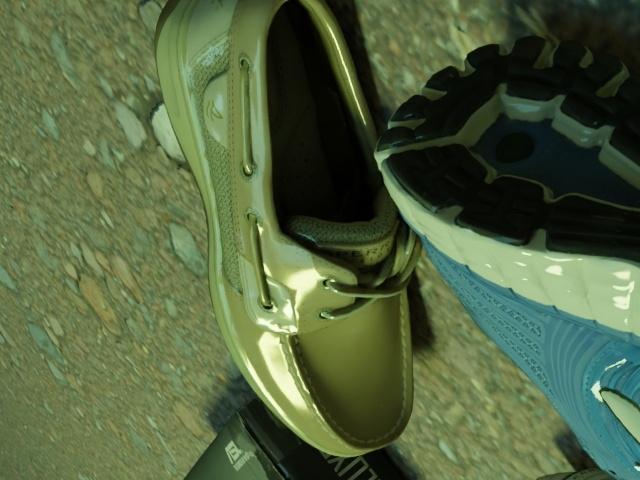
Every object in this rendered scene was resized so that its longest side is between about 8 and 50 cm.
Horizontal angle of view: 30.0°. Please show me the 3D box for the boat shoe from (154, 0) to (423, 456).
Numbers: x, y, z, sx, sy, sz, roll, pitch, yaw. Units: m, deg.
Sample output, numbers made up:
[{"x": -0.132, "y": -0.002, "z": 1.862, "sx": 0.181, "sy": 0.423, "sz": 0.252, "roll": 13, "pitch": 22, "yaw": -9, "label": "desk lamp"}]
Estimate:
[{"x": 0.000, "y": 0.000, "z": 0.658, "sx": 0.098, "sy": 0.109, "sz": 0.302, "roll": 17, "pitch": 129, "yaw": 53, "label": "boat shoe"}]

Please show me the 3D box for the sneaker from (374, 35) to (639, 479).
[{"x": 0.168, "y": 0.042, "z": 0.442, "sx": 0.330, "sy": 0.130, "sz": 0.147, "roll": 36, "pitch": 162, "yaw": 38, "label": "sneaker"}]

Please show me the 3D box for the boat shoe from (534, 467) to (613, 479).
[{"x": 0.184, "y": 0.225, "z": 0.661, "sx": 0.226, "sy": 0.083, "sz": 0.076, "roll": 69, "pitch": 164, "yaw": -2, "label": "boat shoe"}]

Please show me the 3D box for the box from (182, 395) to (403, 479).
[{"x": -0.001, "y": 0.253, "z": 0.976, "sx": 0.242, "sy": 0.076, "sz": 0.307, "roll": 51, "pitch": 153, "yaw": 8, "label": "box"}]
